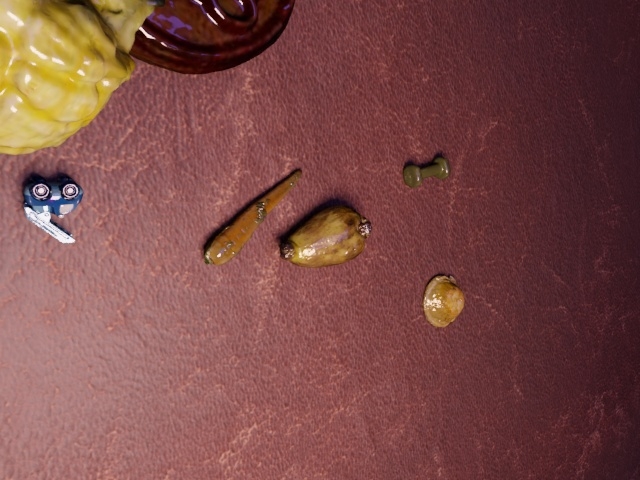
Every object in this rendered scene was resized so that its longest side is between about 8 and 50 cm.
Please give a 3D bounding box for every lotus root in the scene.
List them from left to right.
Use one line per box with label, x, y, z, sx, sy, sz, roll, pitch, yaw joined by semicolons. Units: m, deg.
lotus root;0.000;0.000;0.946;0.190;0.094;0.108;-20;84;-25

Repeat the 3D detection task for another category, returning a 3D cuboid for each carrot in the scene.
carrot;-0.109;-0.046;0.892;0.254;0.049;0.049;-49;119;-28

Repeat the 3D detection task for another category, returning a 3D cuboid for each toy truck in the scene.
toy truck;-0.362;-0.041;0.700;0.073;0.056;0.090;-6;110;-32

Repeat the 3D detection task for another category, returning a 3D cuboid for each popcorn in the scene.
popcorn;-0.357;-0.238;0.563;0.293;0.237;0.293;45;32;-40

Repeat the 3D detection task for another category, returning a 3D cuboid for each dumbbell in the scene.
dumbbell;0.235;-0.151;1.132;0.117;0.046;0.052;-19;99;-34

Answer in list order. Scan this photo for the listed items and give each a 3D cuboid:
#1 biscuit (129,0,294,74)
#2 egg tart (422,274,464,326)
biscuit;-0.197;-0.460;0.766;0.407;0.091;0.408;-2;94;-36
egg tart;0.293;0.144;1.194;0.128;0.049;0.129;-3;96;-34
